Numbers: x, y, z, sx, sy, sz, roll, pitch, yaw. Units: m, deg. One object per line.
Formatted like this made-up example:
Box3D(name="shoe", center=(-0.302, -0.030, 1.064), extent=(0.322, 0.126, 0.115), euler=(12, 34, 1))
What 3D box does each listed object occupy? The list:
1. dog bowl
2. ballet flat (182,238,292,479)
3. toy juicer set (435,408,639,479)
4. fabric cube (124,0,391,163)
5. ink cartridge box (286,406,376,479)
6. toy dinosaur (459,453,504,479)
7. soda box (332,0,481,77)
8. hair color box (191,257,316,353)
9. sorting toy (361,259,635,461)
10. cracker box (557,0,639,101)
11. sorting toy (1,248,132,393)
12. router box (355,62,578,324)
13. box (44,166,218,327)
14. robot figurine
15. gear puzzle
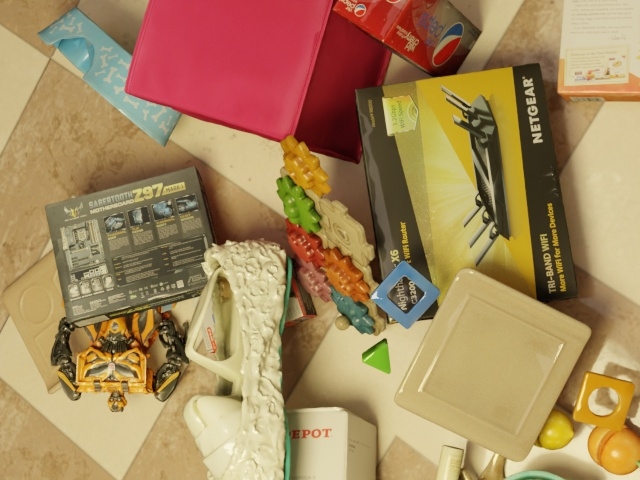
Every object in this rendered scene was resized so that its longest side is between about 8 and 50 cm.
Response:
Box3D(name="dog bowl", center=(-0.309, -0.253, 1.535), extent=(0.074, 0.166, 0.297), euler=(-48, 53, 1))
Box3D(name="ballet flat", center=(-0.118, 0.185, 1.343), extent=(0.146, 0.147, 0.409), euler=(-11, 62, 23))
Box3D(name="toy juicer set", center=(0.262, 0.318, 1.275), extent=(0.328, 0.089, 0.209), euler=(-10, 81, 10))
Box3D(name="fabric cube", center=(-0.066, -0.269, 1.393), extent=(0.258, 0.259, 0.254), euler=(17, 93, 21))
Box3D(name="ink cartridge box", center=(-0.036, 0.380, 1.378), extent=(0.207, 0.117, 0.283), euler=(-7, 67, 25))
Box3D(name="toy dinosaur", center=(0.217, 0.330, 1.358), extent=(0.092, 0.053, 0.183), euler=(9, 87, 10))
Box3D(name="soda box", center=(0.118, -0.280, 1.308), extent=(0.083, 0.263, 0.092), euler=(37, 101, 22))
Box3D(name="hair color box", center=(-0.100, 0.096, 1.498), extent=(0.167, 0.053, 0.093), euler=(-23, 77, 20))
Box3D(name="sorting toy", center=(0.211, 0.152, 1.253), extent=(0.347, 0.047, 0.196), euler=(26, 98, -2))
Box3D(name="cracker box", center=(0.392, -0.295, 1.296), extent=(0.155, 0.067, 0.232), euler=(5, 90, 23))
Box3D(name="sorting toy", center=(-0.407, 0.114, 1.644), extent=(0.193, 0.038, 0.208), euler=(-37, 69, 17))
Box3D(name="router box", center=(0.184, -0.059, 1.325), extent=(0.242, 0.081, 0.309), euler=(-9, 83, 1))
Box3D(name="box", center=(-0.268, 0.010, 1.484), extent=(0.232, 0.059, 0.184), euler=(-15, 76, -2))
Box3D(name="robot figurine", center=(-0.302, 0.110, 1.533), extent=(0.211, 0.085, 0.291), euler=(0, 76, 2))
Box3D(name="gear puzzle", center=(0.000, 0.000, 1.315), extent=(0.044, 0.339, 0.175), euler=(-37, 54, -20))
